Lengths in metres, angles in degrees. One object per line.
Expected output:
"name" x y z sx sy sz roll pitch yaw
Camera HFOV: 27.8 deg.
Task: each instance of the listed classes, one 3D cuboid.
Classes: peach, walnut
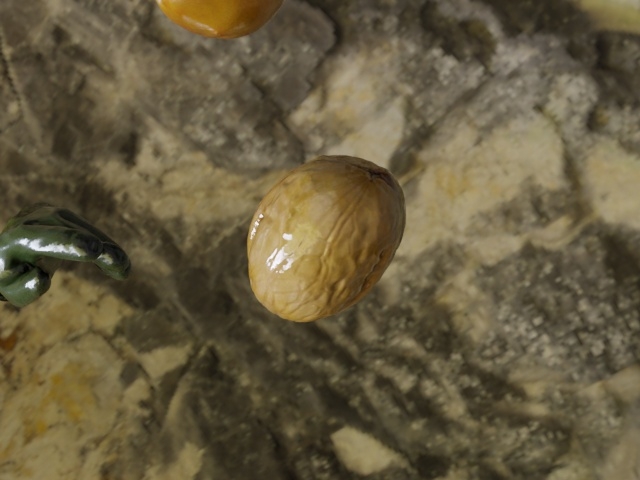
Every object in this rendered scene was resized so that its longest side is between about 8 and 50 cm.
"peach" -0.085 -0.251 1.159 0.138 0.138 0.138 16 -123 -27
"walnut" 0.000 0.000 1.244 0.144 0.180 0.144 28 -147 -21

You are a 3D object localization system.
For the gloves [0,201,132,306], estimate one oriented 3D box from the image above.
"gloves" -0.303 0.016 1.402 0.107 0.268 0.135 51 -123 -25
